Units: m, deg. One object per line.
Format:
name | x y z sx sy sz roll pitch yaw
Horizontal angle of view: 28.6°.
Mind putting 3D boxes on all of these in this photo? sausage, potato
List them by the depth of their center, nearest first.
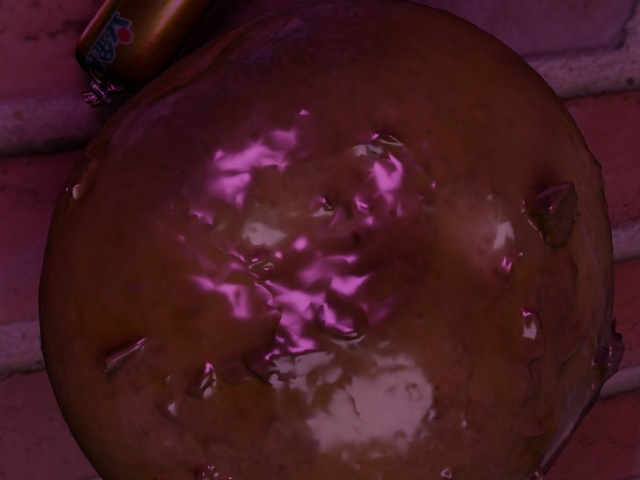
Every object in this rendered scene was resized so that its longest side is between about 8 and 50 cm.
sausage | -0.071 -0.243 0.916 0.082 0.082 0.371 24 113 -39
potato | 0.000 0.000 0.929 0.442 0.385 0.319 -36 134 -21
